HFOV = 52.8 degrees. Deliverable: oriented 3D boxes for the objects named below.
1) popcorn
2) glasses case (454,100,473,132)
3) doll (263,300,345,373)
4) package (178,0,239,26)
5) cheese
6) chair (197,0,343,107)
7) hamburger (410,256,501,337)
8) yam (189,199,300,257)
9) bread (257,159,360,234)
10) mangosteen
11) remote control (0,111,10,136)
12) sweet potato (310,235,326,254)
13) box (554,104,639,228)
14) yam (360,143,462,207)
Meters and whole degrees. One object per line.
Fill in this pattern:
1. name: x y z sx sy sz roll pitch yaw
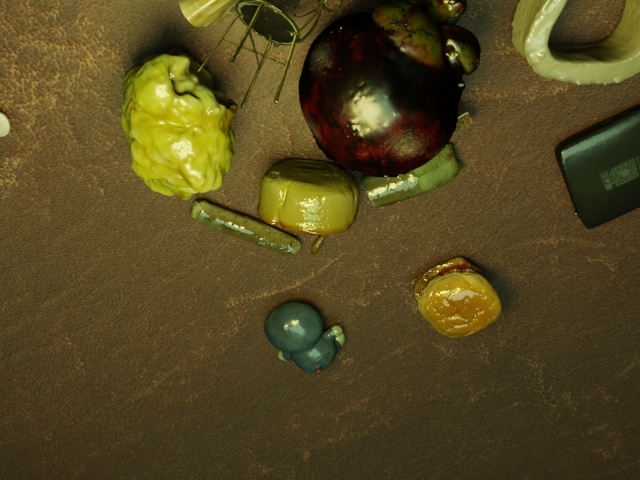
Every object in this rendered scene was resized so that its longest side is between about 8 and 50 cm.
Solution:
1. popcorn: -0.333 -0.267 1.437 0.292 0.334 0.293 42 82 -33
2. glasses case: 0.275 -0.268 1.639 0.218 0.075 0.049 -29 124 14
3. doll: -0.058 0.291 1.957 0.228 0.154 0.258 -27 115 18
4. package: -0.155 -0.596 1.328 0.311 0.221 0.165 -29 103 19
5. cheese: 0.609 -0.513 1.456 0.332 0.153 0.292 -8 124 0
6. chair: -0.101 -0.444 1.340 0.170 0.160 0.326 35 73 -36
7. hamburger: 0.396 0.174 1.889 0.244 0.163 0.244 -2 126 -3
8. yam: -0.204 -0.032 1.768 0.317 0.067 0.071 23 106 -19
9. bread: -0.025 -0.106 1.616 0.269 0.270 0.148 3 115 -6
10. mangosteen: 0.145 -0.351 1.425 0.381 0.381 0.421 30 84 -21
11. remote control: -0.861 -0.300 1.558 0.229 0.044 0.073 9 129 0
12. sweet potato: 0.000 0.000 1.828 0.026 0.026 0.115 25 119 -19
13. box: 0.796 -0.197 1.726 0.289 0.073 0.290 -27 121 13
14. yam: 0.241 -0.167 1.692 0.259 0.106 0.106 -20 123 11
